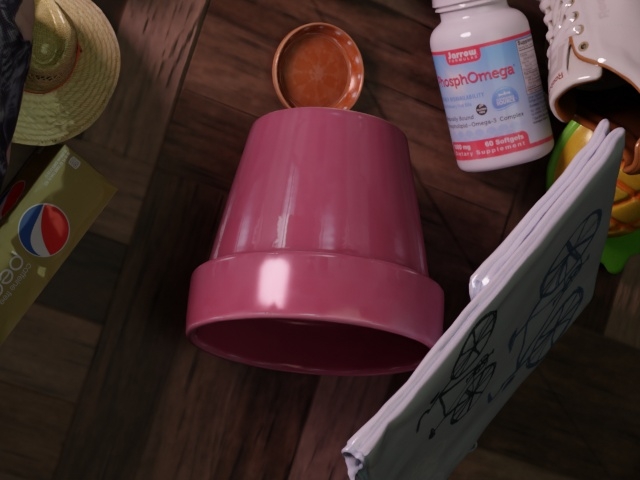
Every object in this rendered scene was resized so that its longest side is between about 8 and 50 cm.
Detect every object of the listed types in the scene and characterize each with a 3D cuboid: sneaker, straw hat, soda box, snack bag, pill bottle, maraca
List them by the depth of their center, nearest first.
[{"bbox_3d":[-0.211,-0.148,1.370,0.145,0.061,0.144,6,69,-15],"label":"straw hat"},{"bbox_3d":[-0.237,0.013,1.394,0.058,0.061,0.181,41,75,-23],"label":"soda box"},{"bbox_3d":[0.126,0.096,1.467,0.037,0.323,0.342,35,72,17],"label":"snack bag"},{"bbox_3d":[0.224,-0.177,1.525,0.123,0.106,0.290,-18,61,-25],"label":"sneaker"},{"bbox_3d":[0.143,-0.144,1.561,0.087,0.087,0.160,-18,100,-25],"label":"pill bottle"},{"bbox_3d":[0.256,-0.047,1.613,0.127,0.099,0.185,-1,123,-12],"label":"maraca"}]

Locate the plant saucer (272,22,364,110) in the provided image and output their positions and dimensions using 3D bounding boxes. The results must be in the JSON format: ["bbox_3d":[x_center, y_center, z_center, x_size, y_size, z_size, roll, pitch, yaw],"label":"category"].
[{"bbox_3d":[-0.003,-0.140,1.530,0.084,0.013,0.083,-2,94,-26],"label":"plant saucer"}]

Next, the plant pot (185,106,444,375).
[{"bbox_3d":[0.000,0.000,1.452,0.201,0.201,0.180,13,71,-26],"label":"plant pot"}]

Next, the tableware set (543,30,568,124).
[{"bbox_3d":[0.282,-0.137,1.658,0.194,0.039,0.128,38,76,-23],"label":"tableware set"}]

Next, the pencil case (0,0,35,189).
[{"bbox_3d":[-0.321,-0.026,1.275,0.184,0.160,0.410,14,89,12],"label":"pencil case"}]
